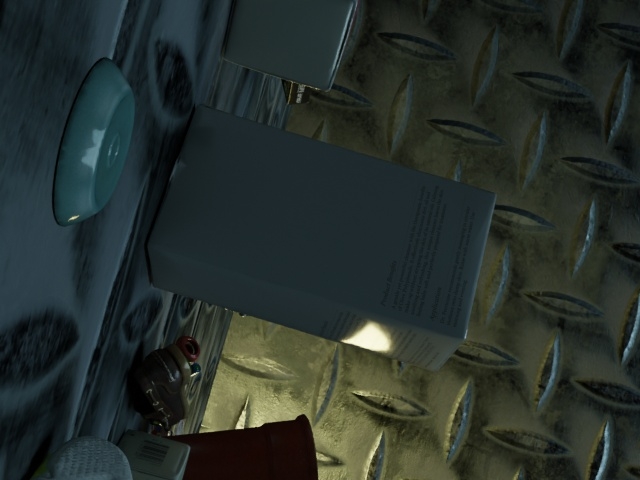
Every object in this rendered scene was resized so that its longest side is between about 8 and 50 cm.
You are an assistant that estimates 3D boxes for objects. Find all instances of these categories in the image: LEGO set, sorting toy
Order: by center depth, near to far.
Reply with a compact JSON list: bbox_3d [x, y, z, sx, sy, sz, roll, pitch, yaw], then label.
[{"bbox_3d":[-0.237,0.208,1.567,0.042,0.061,0.102,-33,-163,31],"label":"sorting toy"},{"bbox_3d":[-0.277,0.309,1.624,0.244,0.060,0.182,-88,-179,-80],"label":"LEGO set"}]

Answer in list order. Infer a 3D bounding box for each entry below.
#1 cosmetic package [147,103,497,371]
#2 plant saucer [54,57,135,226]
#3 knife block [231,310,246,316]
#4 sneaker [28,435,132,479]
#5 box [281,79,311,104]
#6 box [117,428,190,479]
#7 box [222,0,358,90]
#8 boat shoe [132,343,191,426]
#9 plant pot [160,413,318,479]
[{"bbox_3d":[0.000,0.000,1.094,0.155,0.366,0.197,104,3,-67],"label":"cosmetic package"},{"bbox_3d":[-0.151,-0.064,0.636,0.119,0.021,0.119,-164,-90,-89],"label":"plant saucer"},{"bbox_3d":[-0.101,0.053,1.772,0.242,0.276,0.088,55,-44,49],"label":"knife block"},{"bbox_3d":[-0.227,0.273,0.739,0.126,0.091,0.240,-51,-164,36],"label":"sneaker"},{"bbox_3d":[-0.042,-0.348,1.495,0.190,0.045,0.184,108,-30,-60],"label":"box"},{"bbox_3d":[-0.258,0.406,1.248,0.113,0.094,0.275,-78,-176,-76],"label":"box"},{"bbox_3d":[-0.029,-0.307,1.244,0.232,0.149,0.127,-75,-178,-64],"label":"box"},{"bbox_3d":[-0.220,0.204,1.243,0.073,0.073,0.207,-33,157,-24],"label":"boat shoe"},{"bbox_3d":[-0.155,0.411,1.460,0.272,0.265,0.272,-178,-90,-80],"label":"plant pot"}]
